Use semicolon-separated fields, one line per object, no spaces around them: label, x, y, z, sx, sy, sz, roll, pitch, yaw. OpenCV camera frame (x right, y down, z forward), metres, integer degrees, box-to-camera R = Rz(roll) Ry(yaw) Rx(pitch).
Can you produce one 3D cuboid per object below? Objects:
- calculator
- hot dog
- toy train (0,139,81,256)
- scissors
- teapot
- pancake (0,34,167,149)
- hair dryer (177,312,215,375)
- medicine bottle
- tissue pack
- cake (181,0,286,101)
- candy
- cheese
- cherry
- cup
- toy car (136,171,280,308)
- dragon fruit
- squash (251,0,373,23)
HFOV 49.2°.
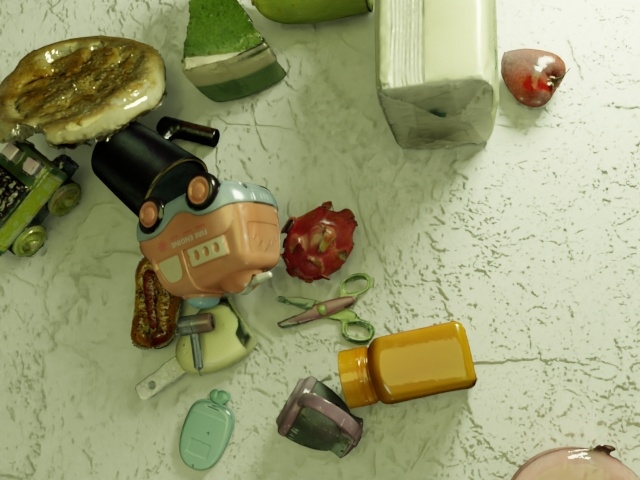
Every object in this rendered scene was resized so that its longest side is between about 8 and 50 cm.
calculator;-0.211;0.352;1.307;0.095;0.021;0.153;18;84;15
hot dog;-0.321;0.119;1.370;0.108;0.059;0.191;-2;78;16
toy train;-0.610;-0.080;1.414;0.134;0.177;0.261;37;87;17
scissors;0.008;0.131;1.315;0.187;0.020;0.134;-3;80;10
teapot;0.010;0.306;1.219;0.146;0.116;0.148;30;126;4
pancake;-0.487;-0.303;1.406;0.382;0.071;0.382;-6;44;6
hair dryer;-0.224;0.193;1.289;0.063;0.037;0.114;-8;85;8
medicine bottle;0.148;0.217;1.197;0.222;0.149;0.112;-13;73;9
tissue pack;0.211;-0.387;1.259;0.207;0.297;0.380;-2;78;14
cake;-0.222;-0.427;1.429;0.172;0.158;0.284;-32;71;4
candy;0.414;0.447;1.114;0.255;0.094;0.255;-3;76;11
cheese;-0.246;0.219;1.331;0.251;0.054;0.127;-36;73;2
cherry;0.401;-0.309;1.307;0.106;0.087;0.126;-34;54;9
cup;-0.320;-0.146;1.410;0.177;0.239;0.166;35;127;23
toy car;-0.197;0.010;1.280;0.270;0.180;0.212;-21;74;30
dragon fruit;0.000;0.000;1.292;0.166;0.133;0.136;-39;81;-11
squash;-0.021;-0.512;1.422;0.247;0.132;0.133;-5;76;11
